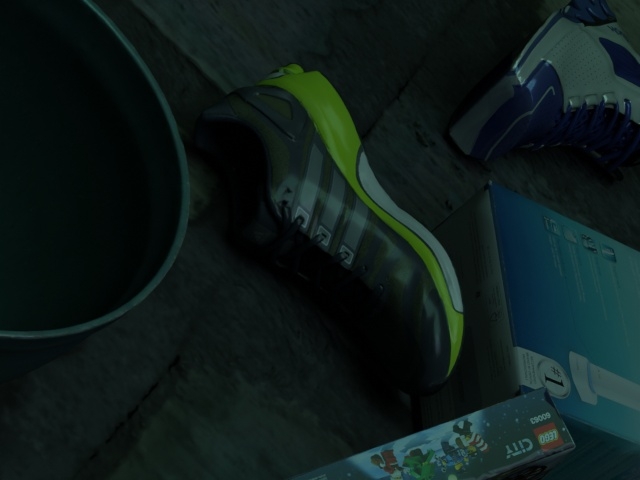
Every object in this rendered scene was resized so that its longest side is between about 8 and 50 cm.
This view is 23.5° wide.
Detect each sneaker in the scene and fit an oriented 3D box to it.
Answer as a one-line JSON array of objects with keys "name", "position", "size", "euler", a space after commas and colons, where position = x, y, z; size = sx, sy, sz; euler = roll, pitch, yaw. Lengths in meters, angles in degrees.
[{"name": "sneaker", "position": [0.000, 0.000, 1.205], "size": [0.121, 0.111, 0.300], "euler": [-19, 67, -39]}, {"name": "sneaker", "position": [0.270, -0.139, 1.541], "size": [0.182, 0.127, 0.315], "euler": [47, 37, 2]}]

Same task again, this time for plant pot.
[{"name": "plant pot", "position": [-0.252, -0.024, 0.895], "size": [0.293, 0.196, 0.293], "euler": [26, 43, -27]}]

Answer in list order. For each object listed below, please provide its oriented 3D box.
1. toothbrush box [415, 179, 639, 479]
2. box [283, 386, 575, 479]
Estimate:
[{"name": "toothbrush box", "position": [0.224, 0.112, 1.287], "size": [0.295, 0.126, 0.216], "euler": [21, 45, -29]}, {"name": "box", "position": [0.026, 0.172, 0.955], "size": [0.233, 0.159, 0.044], "euler": [-17, 68, -21]}]
